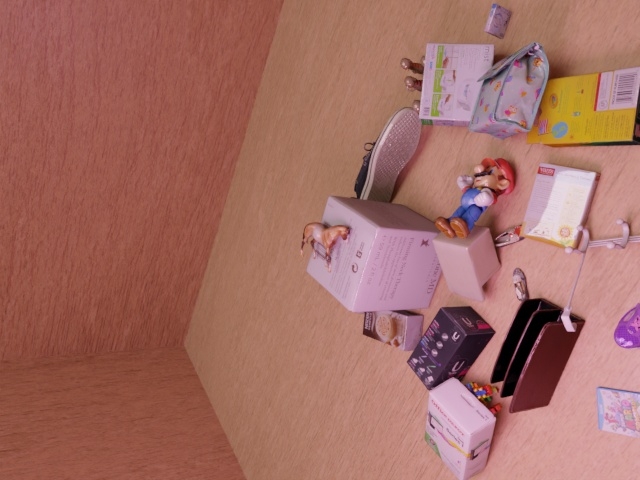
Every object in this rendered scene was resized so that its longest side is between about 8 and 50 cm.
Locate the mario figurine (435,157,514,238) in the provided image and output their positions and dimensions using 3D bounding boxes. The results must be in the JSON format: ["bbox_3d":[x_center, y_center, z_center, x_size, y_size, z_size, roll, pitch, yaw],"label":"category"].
[{"bbox_3d":[0.502,-0.164,1.697,0.198,0.170,0.320,31,70,35],"label":"mario figurine"}]

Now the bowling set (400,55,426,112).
[{"bbox_3d":[0.419,-0.629,1.942,0.200,0.154,0.287,-43,55,43],"label":"bowling set"}]

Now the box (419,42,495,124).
[{"bbox_3d":[0.473,-0.538,1.795,0.230,0.127,0.262,5,93,13],"label":"box"}]

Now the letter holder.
[{"bbox_3d":[0.619,0.343,1.552,0.152,0.214,0.302,34,115,49],"label":"letter holder"}]

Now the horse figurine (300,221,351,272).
[{"bbox_3d":[0.000,0.000,1.882,0.263,0.066,0.175,29,116,49],"label":"horse figurine"}]

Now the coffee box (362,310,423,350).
[{"bbox_3d":[0.291,0.346,2.095,0.246,0.098,0.141,9,95,53],"label":"coffee box"}]

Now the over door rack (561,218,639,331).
[{"bbox_3d":[0.769,0.072,1.341,0.239,0.108,0.324,-11,47,49],"label":"over door rack"}]

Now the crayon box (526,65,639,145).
[{"bbox_3d":[0.774,-0.379,1.505,0.318,0.081,0.203,12,97,53],"label":"crayon box"}]

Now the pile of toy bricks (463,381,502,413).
[{"bbox_3d":[0.550,0.522,1.735,0.118,0.105,0.212,63,158,12],"label":"pile of toy bricks"}]

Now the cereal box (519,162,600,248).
[{"bbox_3d":[0.724,-0.105,1.569,0.173,0.047,0.240,24,106,44],"label":"cereal box"}]

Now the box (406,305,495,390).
[{"bbox_3d":[0.454,0.378,1.815,0.143,0.165,0.271,51,127,43],"label":"box"}]

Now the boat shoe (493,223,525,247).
[{"bbox_3d":[0.631,-0.015,1.706,0.137,0.043,0.049,-36,58,45],"label":"boat shoe"}]

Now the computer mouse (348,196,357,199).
[{"bbox_3d":[0.144,-0.089,2.359,0.189,0.072,0.272,60,145,33],"label":"computer mouse"}]

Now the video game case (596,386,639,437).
[{"bbox_3d":[0.843,0.472,1.407,0.166,0.015,0.119,-7,82,54],"label":"video game case"}]

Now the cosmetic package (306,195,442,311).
[{"bbox_3d":[0.222,0.048,1.960,0.327,0.393,0.330,37,117,49],"label":"cosmetic package"}]

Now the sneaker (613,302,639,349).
[{"bbox_3d":[0.852,0.197,1.340,0.236,0.104,0.095,-58,47,35],"label":"sneaker"}]

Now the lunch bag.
[{"bbox_3d":[0.584,-0.467,1.602,0.223,0.160,0.263,-121,45,-84],"label":"lunch bag"}]

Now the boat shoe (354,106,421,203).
[{"bbox_3d":[0.255,-0.330,2.100,0.500,0.186,0.156,109,148,-40],"label":"boat shoe"}]

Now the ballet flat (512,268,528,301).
[{"bbox_3d":[0.646,0.145,1.676,0.041,0.041,0.115,-29,64,49],"label":"ballet flat"}]

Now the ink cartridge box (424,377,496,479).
[{"bbox_3d":[0.463,0.638,1.741,0.201,0.117,0.278,43,147,46],"label":"ink cartridge box"}]

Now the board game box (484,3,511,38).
[{"bbox_3d":[0.604,-0.744,1.753,0.020,0.090,0.090,32,112,48],"label":"board game box"}]

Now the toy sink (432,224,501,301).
[{"bbox_3d":[0.509,0.069,1.762,0.152,0.131,0.234,17,138,54],"label":"toy sink"}]
